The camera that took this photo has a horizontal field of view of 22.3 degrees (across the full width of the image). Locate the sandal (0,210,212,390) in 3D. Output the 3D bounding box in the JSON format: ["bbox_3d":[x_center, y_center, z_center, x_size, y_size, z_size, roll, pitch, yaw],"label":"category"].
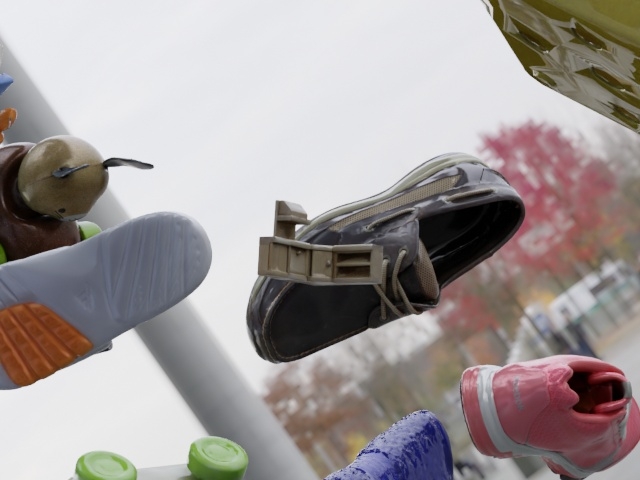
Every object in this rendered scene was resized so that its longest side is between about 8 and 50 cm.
[{"bbox_3d":[-0.189,0.049,1.331,0.265,0.102,0.076,-20,-5,23],"label":"sandal"}]

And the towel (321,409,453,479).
[{"bbox_3d":[0.043,0.289,1.309,0.076,0.228,0.308,-17,4,29],"label":"towel"}]

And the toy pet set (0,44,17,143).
[{"bbox_3d":[-0.293,-0.109,1.301,0.114,0.122,0.065,-37,37,34],"label":"toy pet set"}]

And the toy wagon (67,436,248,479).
[{"bbox_3d":[-0.208,0.310,1.487,0.344,0.068,0.267,-1,-62,-36],"label":"toy wagon"}]

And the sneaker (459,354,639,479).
[{"bbox_3d":[0.278,0.181,1.684,0.136,0.116,0.314,-20,-19,34],"label":"sneaker"}]

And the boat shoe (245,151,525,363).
[{"bbox_3d":[0.076,0.019,1.794,0.355,0.132,0.130,-36,30,-18],"label":"boat shoe"}]

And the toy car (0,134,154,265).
[{"bbox_3d":[-0.250,-0.041,1.579,0.188,0.149,0.155,-21,-7,42],"label":"toy car"}]

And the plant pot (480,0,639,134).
[{"bbox_3d":[0.187,-0.153,0.780,0.187,0.212,0.212,-55,-29,-4],"label":"plant pot"}]

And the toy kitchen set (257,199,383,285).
[{"bbox_3d":[0.000,0.000,1.386,0.075,0.068,0.083,-2,-8,35],"label":"toy kitchen set"}]
